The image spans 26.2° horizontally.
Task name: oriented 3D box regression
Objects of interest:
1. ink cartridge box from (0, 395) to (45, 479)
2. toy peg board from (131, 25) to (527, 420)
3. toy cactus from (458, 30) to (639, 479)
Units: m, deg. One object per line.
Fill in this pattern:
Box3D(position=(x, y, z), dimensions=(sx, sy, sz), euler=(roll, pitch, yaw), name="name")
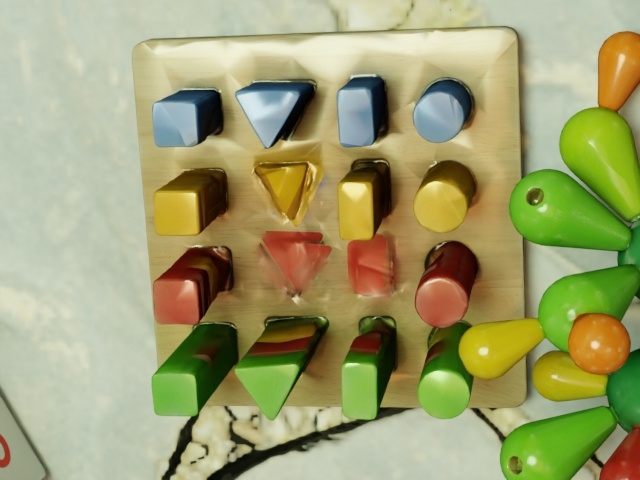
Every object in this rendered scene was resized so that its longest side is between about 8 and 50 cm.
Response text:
Box3D(position=(-0.253, 0.038, 0.542), dimensions=(0.117, 0.201, 0.278), euler=(-26, 98, 15), name="ink cartridge box")
Box3D(position=(0.000, 0.000, 0.554), dimensions=(0.161, 0.079, 0.160), euler=(-1, 103, 10), name="toy peg board")
Box3D(position=(0.158, 0.013, 0.520), dimensions=(0.180, 0.112, 0.219), euler=(25, 86, -13), name="toy cactus")
